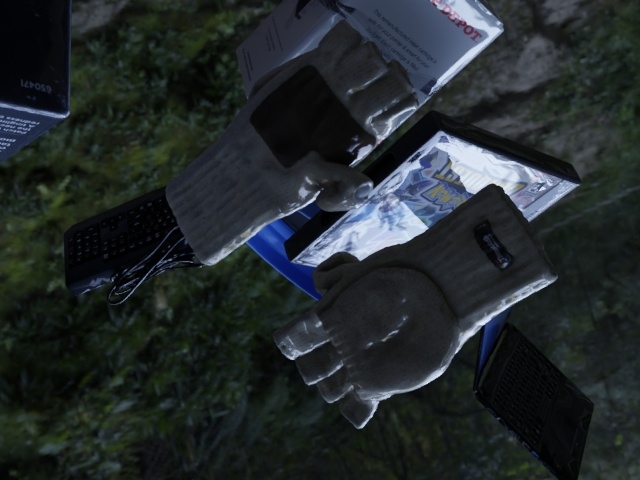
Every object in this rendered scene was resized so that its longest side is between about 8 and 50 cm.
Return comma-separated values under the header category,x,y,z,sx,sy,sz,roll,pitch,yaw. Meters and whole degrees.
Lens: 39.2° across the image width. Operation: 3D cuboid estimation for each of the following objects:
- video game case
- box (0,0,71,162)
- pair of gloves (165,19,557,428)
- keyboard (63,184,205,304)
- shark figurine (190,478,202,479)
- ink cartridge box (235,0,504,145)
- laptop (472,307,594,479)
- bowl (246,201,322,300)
category,x,y,z,sx,sy,sz,roll,pitch,yaw
video game case,0.136,-0.033,1.056,0.275,0.035,0.248,12,138,-43
box,-0.310,-0.195,0.628,0.183,0.296,0.294,9,163,-39
pair of gloves,0.018,-0.011,0.619,0.204,0.240,0.042,-44,165,23
keyboard,-0.132,-0.014,0.751,0.192,0.100,0.038,-23,144,7
shark figurine,-0.076,0.112,0.205,0.116,0.278,0.166,-20,-139,16
ink cartridge box,0.059,-0.251,1.126,0.273,0.114,0.197,-40,131,24
laptop,0.292,0.141,1.170,0.136,0.264,0.234,-47,176,29
bowl,0.000,0.000,1.344,0.077,0.391,0.391,-53,-169,-15
